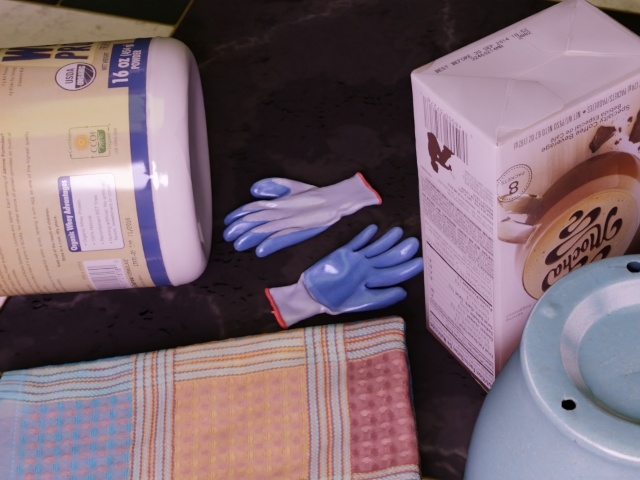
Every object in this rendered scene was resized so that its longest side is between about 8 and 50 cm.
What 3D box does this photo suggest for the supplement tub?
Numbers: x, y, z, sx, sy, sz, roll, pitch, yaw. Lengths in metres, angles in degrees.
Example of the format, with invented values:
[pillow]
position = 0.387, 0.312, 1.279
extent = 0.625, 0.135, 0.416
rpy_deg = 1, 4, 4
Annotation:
[supplement tub]
position = -0.265, -0.063, 1.326
extent = 0.316, 0.228, 0.228
rpy_deg = -4, 47, 1

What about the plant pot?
[plant pot]
position = 0.230, 0.156, 1.063
extent = 0.271, 0.255, 0.272
rpy_deg = -3, 46, 3

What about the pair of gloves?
[pair of gloves]
position = 0.000, 0.000, 1.387
extent = 0.159, 0.023, 0.198
rpy_deg = -20, 49, -14

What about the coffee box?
[coffee box]
position = 0.180, -0.027, 1.209
extent = 0.168, 0.297, 0.119
rpy_deg = -27, 47, -18

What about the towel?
[towel]
position = -0.103, 0.187, 1.175
extent = 0.370, 0.040, 0.271
rpy_deg = -10, 47, 6
